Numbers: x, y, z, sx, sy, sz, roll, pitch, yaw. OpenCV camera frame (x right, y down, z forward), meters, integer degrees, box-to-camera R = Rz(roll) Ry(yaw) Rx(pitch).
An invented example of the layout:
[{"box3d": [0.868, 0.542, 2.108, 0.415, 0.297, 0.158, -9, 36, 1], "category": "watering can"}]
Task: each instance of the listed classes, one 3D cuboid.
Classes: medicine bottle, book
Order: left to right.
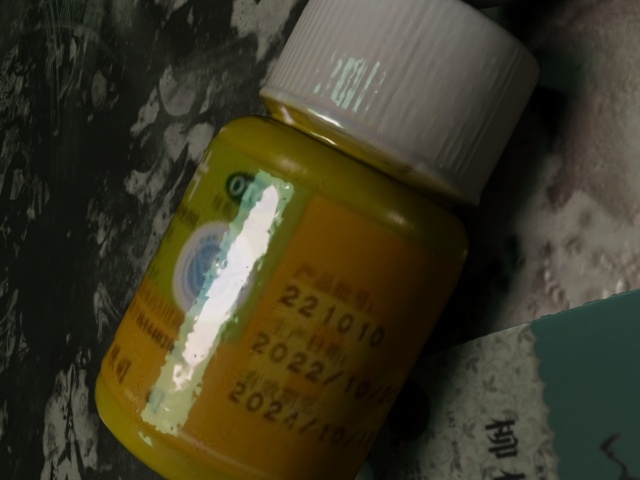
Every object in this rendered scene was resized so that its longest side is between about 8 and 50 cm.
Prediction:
[{"box3d": [0.000, 0.000, 0.627, 0.224, 0.224, 0.384, 32, 96, 50], "category": "medicine bottle"}, {"box3d": [0.172, 0.180, 0.542, 0.379, 0.031, 0.264, -28, 59, 44], "category": "book"}]

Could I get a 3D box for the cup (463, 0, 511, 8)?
[{"box3d": [0.166, -0.305, 0.531, 0.317, 0.212, 0.212, -30, 59, 45], "category": "cup"}]
